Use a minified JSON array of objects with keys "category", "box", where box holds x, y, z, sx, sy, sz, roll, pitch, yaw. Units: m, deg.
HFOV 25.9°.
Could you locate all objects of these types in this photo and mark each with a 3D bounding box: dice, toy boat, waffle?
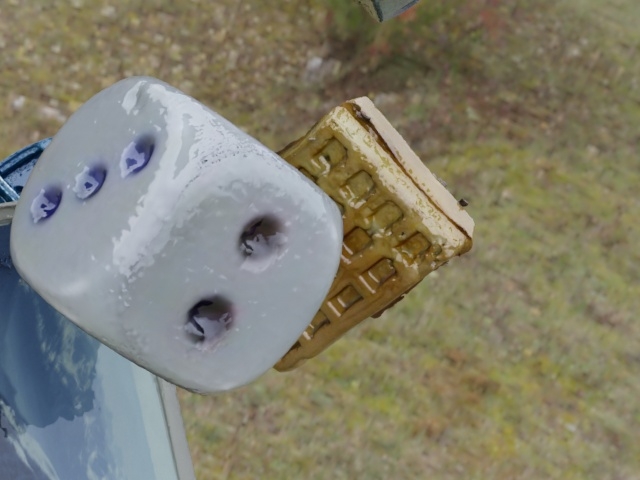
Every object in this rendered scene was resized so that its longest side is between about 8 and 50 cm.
[{"category":"dice","box":[-0.112,-0.003,1.098,0.194,0.192,0.193,37,-2,-39]},{"category":"toy boat","box":[-0.448,-0.059,2.017,0.096,0.062,0.299,46,68,-2]},{"category":"waffle","box":[0.000,0.000,1.616,0.224,0.327,0.098,48,40,-6]}]

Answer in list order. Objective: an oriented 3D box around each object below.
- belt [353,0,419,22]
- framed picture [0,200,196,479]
[{"category":"belt","box":[0.037,-0.306,1.258,0.184,0.164,0.289,60,2,10]},{"category":"framed picture","box":[-0.242,0.129,1.219,0.247,0.022,0.335,-10,86,-33]}]
